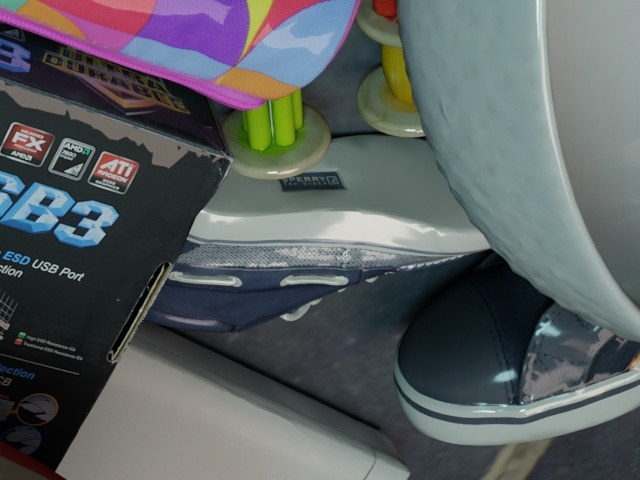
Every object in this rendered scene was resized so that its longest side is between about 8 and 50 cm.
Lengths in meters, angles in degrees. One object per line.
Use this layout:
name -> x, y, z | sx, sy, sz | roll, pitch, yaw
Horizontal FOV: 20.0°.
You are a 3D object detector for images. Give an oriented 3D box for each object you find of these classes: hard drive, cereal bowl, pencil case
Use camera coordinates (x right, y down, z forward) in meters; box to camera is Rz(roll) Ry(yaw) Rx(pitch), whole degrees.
hard drive -> -0.141, 0.138, 0.926 | 0.233, 0.047, 0.353 | -45, 136, 14
cereal bowl -> 0.151, -0.128, 0.739 | 0.339, 0.141, 0.339 | -16, 115, -38
pencil case -> -0.099, -0.117, 0.646 | 0.236, 0.104, 0.104 | 14, 122, -29

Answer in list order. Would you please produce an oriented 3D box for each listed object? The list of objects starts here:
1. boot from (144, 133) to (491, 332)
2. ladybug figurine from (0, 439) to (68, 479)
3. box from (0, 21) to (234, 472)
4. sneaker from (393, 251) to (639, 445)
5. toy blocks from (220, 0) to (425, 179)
boot -> 0.000, 0.000, 0.874 | 0.190, 0.069, 0.086 | 3, 135, -23
ladybug figurine -> -0.223, 0.160, 0.651 | 0.449, 0.162, 0.305 | 23, 115, -29
box -> -0.228, 0.024, 0.698 | 0.295, 0.073, 0.293 | 17, 117, -27
sneaker -> 0.178, -0.008, 0.925 | 0.321, 0.126, 0.127 | -21, 127, -4
toy blocks -> 0.006, -0.107, 0.777 | 0.123, 0.054, 0.148 | -17, 135, -14
